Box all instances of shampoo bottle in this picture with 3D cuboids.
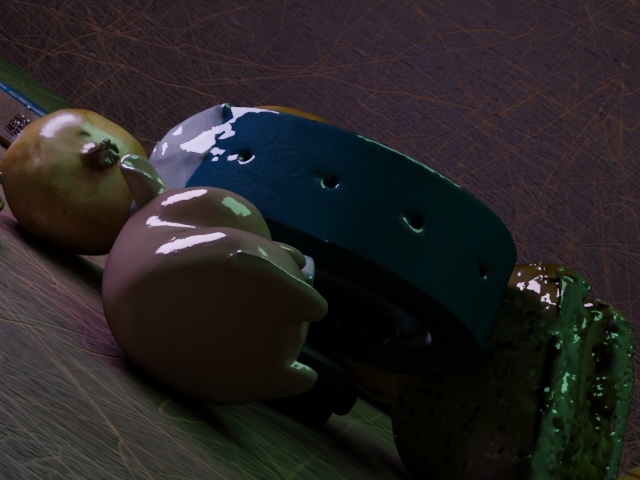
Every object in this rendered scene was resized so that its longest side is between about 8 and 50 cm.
[{"bbox_3d":[-0.054,0.139,1.691,0.246,0.079,0.080,32,4,-36],"label":"shampoo bottle"}]

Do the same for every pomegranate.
[{"bbox_3d":[-0.283,-0.072,1.753,0.196,0.196,0.196,33,3,-2],"label":"pomegranate"}]

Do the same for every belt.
[{"bbox_3d":[0.002,0.000,1.695,0.437,0.173,0.300,17,-27,6],"label":"belt"}]

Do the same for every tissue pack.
[{"bbox_3d":[-0.483,-0.186,2.421,0.169,0.082,0.120,34,2,29],"label":"tissue pack"}]

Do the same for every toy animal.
[{"bbox_3d":[-0.109,0.039,1.471,0.213,0.195,0.256,2,18,-5],"label":"toy animal"}]

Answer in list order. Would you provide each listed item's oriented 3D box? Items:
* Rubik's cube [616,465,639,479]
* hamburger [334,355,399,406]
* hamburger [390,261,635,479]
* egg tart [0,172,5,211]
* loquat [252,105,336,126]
[{"bbox_3d":[0.509,0.454,2.252,0.254,0.254,0.254,33,3,-2],"label":"Rubik's cube"},{"bbox_3d":[0.116,0.150,2.249,0.237,0.237,0.147,34,-37,11],"label":"hamburger"},{"bbox_3d":[0.228,0.198,1.788,0.195,0.318,0.277,29,-29,-36],"label":"hamburger"},{"bbox_3d":[-0.449,-0.130,1.558,0.295,0.116,0.295,33,4,-3],"label":"egg tart"},{"bbox_3d":[-0.063,-0.023,2.038,0.328,0.328,0.328,33,3,-2],"label":"loquat"}]
